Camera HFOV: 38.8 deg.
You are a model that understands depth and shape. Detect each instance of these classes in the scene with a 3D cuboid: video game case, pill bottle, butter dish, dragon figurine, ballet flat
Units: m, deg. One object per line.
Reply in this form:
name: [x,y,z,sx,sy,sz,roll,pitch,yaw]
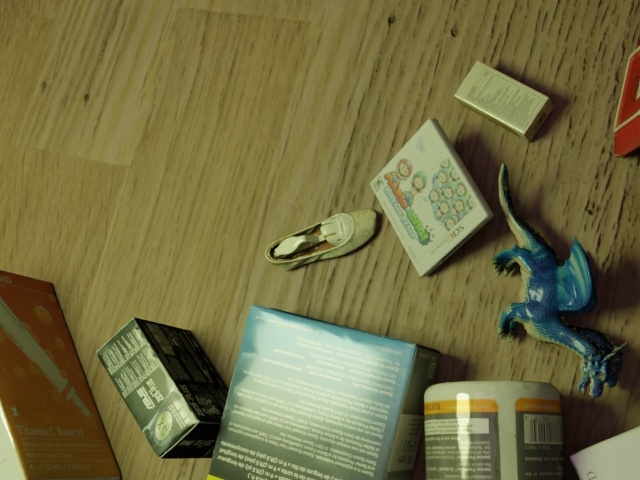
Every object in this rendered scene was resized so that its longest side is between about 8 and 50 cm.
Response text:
video game case: [0.141,-0.055,1.192,0.143,0.019,0.157,-48,59,41]
pill bottle: [0.201,0.304,1.039,0.162,0.162,0.278,-5,76,23]
butter dish: [0.430,-0.175,1.077,0.118,0.160,0.160,14,83,2]
dragon figurine: [0.289,0.048,1.103,0.144,0.085,0.289,-7,76,22]
ballet flat: [0.000,0.000,1.259,0.168,0.052,0.057,-25,69,17]

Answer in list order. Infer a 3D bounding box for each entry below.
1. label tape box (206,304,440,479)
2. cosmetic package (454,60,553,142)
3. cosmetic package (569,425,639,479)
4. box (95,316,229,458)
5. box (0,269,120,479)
label tape box: [-0.008,0.272,1.170,0.241,0.106,0.333,12,84,26]
cosmetic package: [0.242,-0.184,1.202,0.115,0.041,0.060,36,94,26]
cosmetic package: [0.410,0.248,1.005,0.231,0.085,0.117,-29,68,14]
box: [-0.200,0.205,1.247,0.077,0.147,0.180,-42,66,9]
box: [-0.469,0.228,1.324,0.168,0.215,0.345,-33,68,14]
